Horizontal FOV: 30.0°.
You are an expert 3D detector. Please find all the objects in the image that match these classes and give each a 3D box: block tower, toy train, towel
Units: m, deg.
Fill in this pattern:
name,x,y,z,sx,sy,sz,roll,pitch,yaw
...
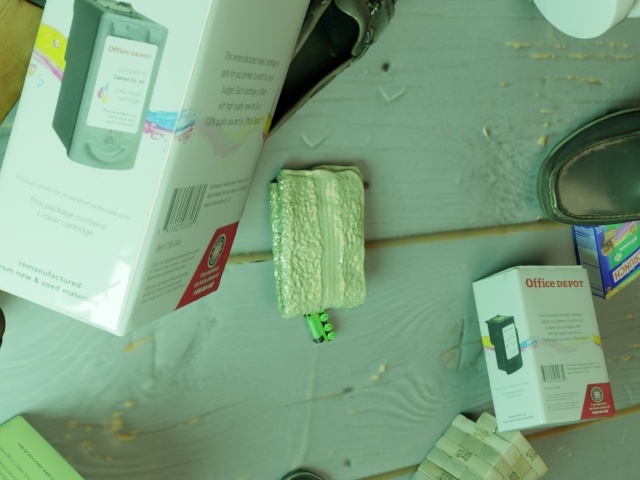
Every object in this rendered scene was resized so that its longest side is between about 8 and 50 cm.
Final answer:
name,x,y,z,sx,sy,sz,roll,pitch,yaw
block tower,0.118,0.356,1.370,0.335,0.091,0.097,-50,129,-12
toy train,-0.007,0.073,1.216,0.024,0.017,0.083,-29,123,-15
towel,0.000,0.000,1.173,0.110,0.027,0.148,-7,101,-35

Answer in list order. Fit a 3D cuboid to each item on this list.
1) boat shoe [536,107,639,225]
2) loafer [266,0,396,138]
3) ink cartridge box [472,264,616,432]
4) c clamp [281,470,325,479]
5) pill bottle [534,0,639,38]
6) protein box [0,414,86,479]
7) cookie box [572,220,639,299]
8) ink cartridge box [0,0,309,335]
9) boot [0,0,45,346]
name,x,y,z,sx,sy,sz,roll,pitch,yaw
boat shoe,0.421,-0.096,1.348,0.356,0.130,0.132,-15,98,-7
loafer,0.005,-0.180,1.085,0.267,0.084,0.096,-46,130,-15
ink cartridge box,0.253,0.121,1.350,0.127,0.072,0.175,1,74,-38
c clamp,-0.028,0.327,1.295,0.137,0.022,0.160,25,92,-36
pill bottle,0.346,-0.326,1.251,0.265,0.153,0.153,-35,125,-23
protein box,-0.270,0.281,0.967,0.201,0.200,0.136,-31,123,-26
cookie box,0.358,0.003,1.457,0.092,0.040,0.107,-33,124,-25
ink cartridge box,-0.123,-0.104,0.913,0.226,0.131,0.306,-19,127,-75
boot,-0.272,-0.052,0.876,0.264,0.096,0.280,29,90,-55
